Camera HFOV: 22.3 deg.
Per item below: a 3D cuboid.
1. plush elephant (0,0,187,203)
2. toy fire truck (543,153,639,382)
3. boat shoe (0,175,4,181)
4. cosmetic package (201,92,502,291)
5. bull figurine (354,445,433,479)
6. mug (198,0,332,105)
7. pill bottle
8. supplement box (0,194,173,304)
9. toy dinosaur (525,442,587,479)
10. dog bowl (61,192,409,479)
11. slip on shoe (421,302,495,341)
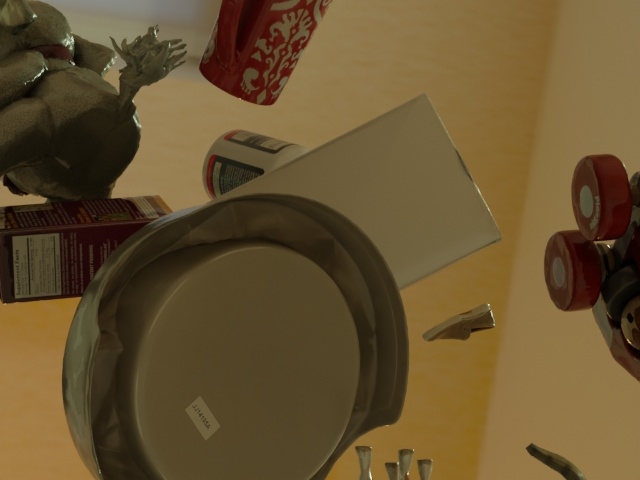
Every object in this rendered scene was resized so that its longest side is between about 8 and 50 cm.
[{"bbox_3d":[-0.333,-0.161,1.811,0.330,0.272,0.255,-48,-128,0],"label":"plush elephant"},{"bbox_3d":[0.391,0.047,1.871,0.302,0.169,0.254,102,-21,-45],"label":"toy fire truck"},{"bbox_3d":[-0.369,-0.109,2.271,0.066,0.184,0.063,23,-73,54],"label":"boat shoe"},{"bbox_3d":[0.000,0.000,1.880,0.197,0.365,0.155,64,-5,2],"label":"cosmetic package"},{"bbox_3d":[0.099,0.381,2.191,0.310,0.101,0.188,54,37,-72],"label":"bull figurine"},{"bbox_3d":[-0.067,-0.237,1.675,0.113,0.150,0.169,48,-61,42],"label":"mug"},{"bbox_3d":[-0.056,-0.075,2.072,0.180,0.108,0.108,19,-76,43],"label":"pill bottle"},{"bbox_3d":[-0.248,0.008,1.695,0.104,0.188,0.081,-139,-133,-67],"label":"supplement box"},{"bbox_3d":[0.274,0.293,1.547,0.118,0.064,0.268,-34,103,-60],"label":"toy dinosaur"},{"bbox_3d":[-0.083,0.123,1.509,0.102,0.349,0.348,11,-86,55],"label":"dog bowl"},{"bbox_3d":[0.221,0.139,2.560,0.051,0.135,0.041,-35,-102,52],"label":"slip on shoe"}]
